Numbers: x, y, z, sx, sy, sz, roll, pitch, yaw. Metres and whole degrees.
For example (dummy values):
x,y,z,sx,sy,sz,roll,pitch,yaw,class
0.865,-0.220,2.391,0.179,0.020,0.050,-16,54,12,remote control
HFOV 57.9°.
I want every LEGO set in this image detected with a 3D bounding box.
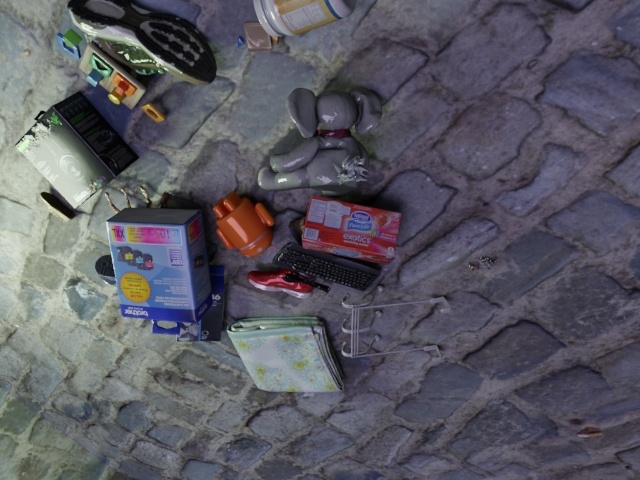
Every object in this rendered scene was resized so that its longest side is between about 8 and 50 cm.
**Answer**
x,y,z,sx,sy,sz,roll,pitch,yaw,class
0.459,0.069,1.638,0.054,0.023,0.083,41,128,-10,LEGO set

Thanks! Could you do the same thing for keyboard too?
x,y,z,sx,sy,sz,roll,pitch,yaw,class
0.003,0.102,1.758,0.317,0.033,0.201,18,143,-19,keyboard

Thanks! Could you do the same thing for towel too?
x,y,z,sx,sy,sz,roll,pitch,yaw,class
-0.121,0.417,2.072,0.374,0.090,0.321,-5,121,24,towel

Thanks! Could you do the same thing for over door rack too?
x,y,z,sx,sy,sz,roll,pitch,yaw,class
0.230,0.264,1.827,0.324,0.108,0.240,1,127,4,over door rack

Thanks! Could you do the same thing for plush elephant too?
x,y,z,sx,sy,sz,roll,pitch,yaw,class
0.014,-0.257,1.453,0.271,0.256,0.330,3,176,-28,plush elephant

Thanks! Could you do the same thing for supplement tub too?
x,y,z,sx,sy,sz,roll,pitch,yaw,class
-0.036,-0.551,1.307,0.199,0.144,0.144,-9,120,27,supplement tub

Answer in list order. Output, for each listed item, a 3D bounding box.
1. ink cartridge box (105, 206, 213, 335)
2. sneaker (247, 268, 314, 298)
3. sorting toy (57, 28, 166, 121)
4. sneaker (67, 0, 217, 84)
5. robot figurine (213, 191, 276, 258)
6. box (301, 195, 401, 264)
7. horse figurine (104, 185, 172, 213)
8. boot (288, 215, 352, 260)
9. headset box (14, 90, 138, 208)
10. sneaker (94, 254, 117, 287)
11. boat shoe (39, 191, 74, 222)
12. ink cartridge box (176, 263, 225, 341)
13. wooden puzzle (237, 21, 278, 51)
x,y,z,sx,sy,sz,roll,pitch,yaw,class
-0.498,0.105,1.834,0.269,0.151,0.396,3,113,12,ink cartridge box
-0.121,0.101,1.863,0.221,0.087,0.128,12,120,-2,sneaker
-0.579,-0.438,1.592,0.347,0.047,0.196,39,159,-20,sorting toy
-0.459,-0.503,1.535,0.410,0.158,0.182,28,149,3,sneaker
-0.228,-0.042,1.759,0.219,0.158,0.128,53,167,-19,robot figurine
0.085,-0.026,1.600,0.256,0.128,0.123,11,167,2,box
-0.595,-0.093,1.905,0.263,0.066,0.175,-4,117,26,horse figurine
0.000,0.000,1.754,0.219,0.082,0.106,45,155,-27,boot
-0.759,-0.283,1.789,0.246,0.131,0.283,-26,111,33,headset box
-0.645,0.144,2.089,0.318,0.112,0.131,21,153,3,sneaker
-0.931,-0.113,2.030,0.045,0.050,0.135,-36,106,31,boat shoe
-0.423,0.225,2.031,0.165,0.065,0.333,1,128,-10,ink cartridge box
-0.157,-0.516,1.465,0.116,0.014,0.079,10,123,14,wooden puzzle
